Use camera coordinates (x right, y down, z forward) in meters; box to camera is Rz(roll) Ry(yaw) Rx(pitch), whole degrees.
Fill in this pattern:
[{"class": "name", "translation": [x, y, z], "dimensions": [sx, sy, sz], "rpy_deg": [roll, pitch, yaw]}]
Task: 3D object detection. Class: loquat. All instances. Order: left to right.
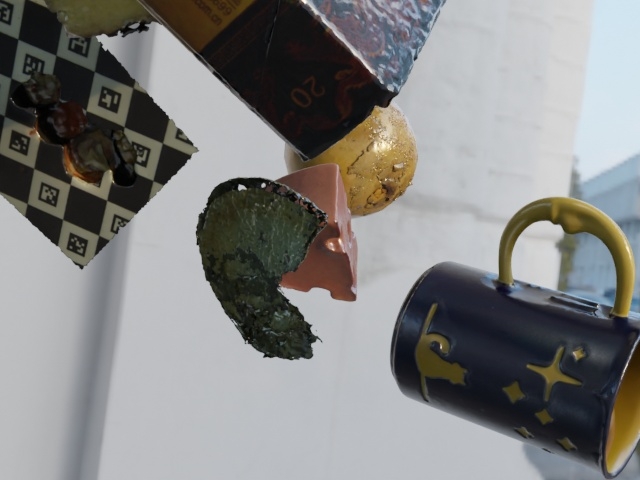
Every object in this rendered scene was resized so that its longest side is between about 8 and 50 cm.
[{"class": "loquat", "translation": [0.052, -0.150, 1.918], "dimensions": [0.235, 0.235, 0.235], "rpy_deg": [7, -1, 0]}]

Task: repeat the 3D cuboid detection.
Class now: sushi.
[{"class": "sushi", "translation": [-0.307, -0.145, 1.326], "dimensions": [0.290, 0.264, 0.050], "rpy_deg": [45, 30, -6]}]

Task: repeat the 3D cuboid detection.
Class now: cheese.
[{"class": "cheese", "translation": [-0.008, -0.016, 1.656], "dimensions": [0.203, 0.128, 0.177], "rpy_deg": [15, -38, -14]}]

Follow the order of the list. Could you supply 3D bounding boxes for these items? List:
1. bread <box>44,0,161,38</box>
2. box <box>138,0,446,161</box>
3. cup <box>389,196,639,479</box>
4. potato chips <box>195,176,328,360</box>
[{"class": "bread", "translation": [-0.233, -0.315, 1.026], "dimensions": [0.129, 0.134, 0.260], "rpy_deg": [-13, -45, 22]}, {"class": "box", "translation": [-0.077, -0.290, 0.884], "dimensions": [0.415, 0.264, 0.116], "rpy_deg": [44, -49, -14]}, {"class": "cup", "translation": [0.232, 0.090, 1.212], "dimensions": [0.256, 0.255, 0.178], "rpy_deg": [18, -4, 29]}, {"class": "potato chips", "translation": [-0.066, 0.033, 1.325], "dimensions": [0.202, 0.220, 0.029], "rpy_deg": [5, 16, 34]}]
